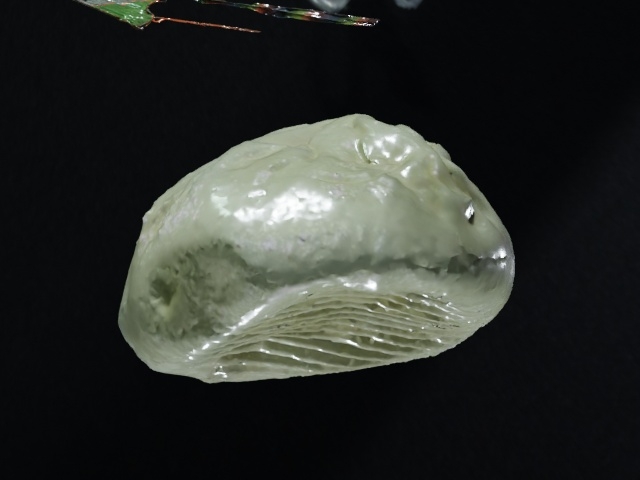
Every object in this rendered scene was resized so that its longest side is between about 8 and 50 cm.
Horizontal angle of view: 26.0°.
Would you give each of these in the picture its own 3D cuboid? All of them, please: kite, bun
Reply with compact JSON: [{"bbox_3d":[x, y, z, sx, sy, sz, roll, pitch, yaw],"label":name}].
[{"bbox_3d":[-0.080,-0.162,0.932,0.244,0.198,0.006,8,-67,7],"label":"kite"},{"bbox_3d":[0.000,0.000,0.782,0.231,0.231,0.133,-6,-107,-8],"label":"bun"}]
